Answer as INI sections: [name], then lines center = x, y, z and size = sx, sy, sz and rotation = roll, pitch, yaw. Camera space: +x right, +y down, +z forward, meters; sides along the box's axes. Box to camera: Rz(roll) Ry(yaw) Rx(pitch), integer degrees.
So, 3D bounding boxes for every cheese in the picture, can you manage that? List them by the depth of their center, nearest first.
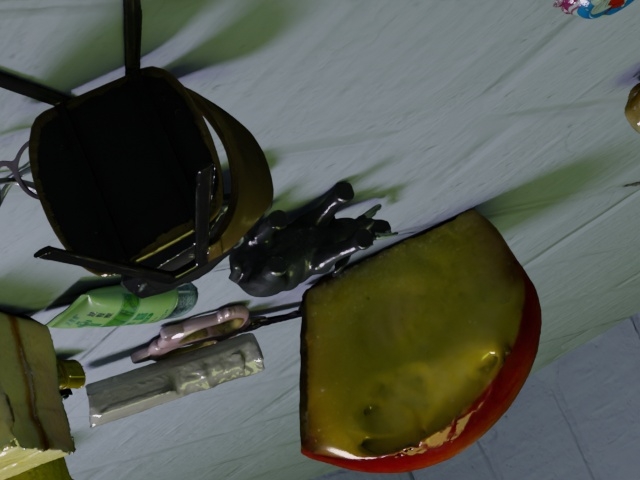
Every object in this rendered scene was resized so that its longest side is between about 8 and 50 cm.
[cheese]
center = 0.280, -0.237, 1.437
size = 0.145, 0.038, 0.095
rotation = -16, 164, -22

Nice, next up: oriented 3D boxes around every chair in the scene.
[chair]
center = -0.138, -0.062, 1.197
size = 0.172, 0.159, 0.247
rotation = -25, 165, 0

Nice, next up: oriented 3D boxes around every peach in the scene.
[peach]
center = 0.127, 0.165, 2.145
size = 0.380, 0.306, 0.242
rotation = -29, 153, 0

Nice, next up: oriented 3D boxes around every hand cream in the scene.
[hand cream]
center = -0.222, 0.075, 1.789
size = 0.175, 0.046, 0.095
rotation = -7, 162, -42

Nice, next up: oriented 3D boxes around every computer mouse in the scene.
[computer mouse]
center = -0.134, -0.006, 1.603
size = 0.192, 0.062, 0.106
rotation = -36, 161, 24

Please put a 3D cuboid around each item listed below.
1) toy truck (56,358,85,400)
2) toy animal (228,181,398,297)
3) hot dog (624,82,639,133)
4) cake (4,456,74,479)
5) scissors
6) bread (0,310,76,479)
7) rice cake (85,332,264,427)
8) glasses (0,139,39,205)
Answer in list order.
[toy truck]
center = -0.339, 0.174, 1.968
size = 0.054, 0.049, 0.083
rotation = -29, 166, 18
[toy animal]
center = 0.006, -0.004, 1.790
size = 0.269, 0.082, 0.137
rotation = -18, 168, -34
[hot dog]
center = 0.440, -0.168, 1.861
size = 0.084, 0.073, 0.242
rotation = -38, 157, 34
[cake]
center = -0.506, 0.422, 2.423
size = 0.260, 0.156, 0.179
rotation = -22, 159, 2
[scissors]
center = -0.112, 0.119, 2.164
size = 0.317, 0.024, 0.160
rotation = -10, 159, -41
[bread]
center = -0.420, 0.197, 1.690
size = 0.264, 0.168, 0.163
rotation = -25, 164, 11
[rice cake]
center = -0.198, 0.186, 2.107
size = 0.256, 0.057, 0.052
rotation = -17, 166, -17
[glasses]
center = -0.263, -0.053, 1.307
size = 0.140, 0.063, 0.104
rotation = -20, -172, -9
